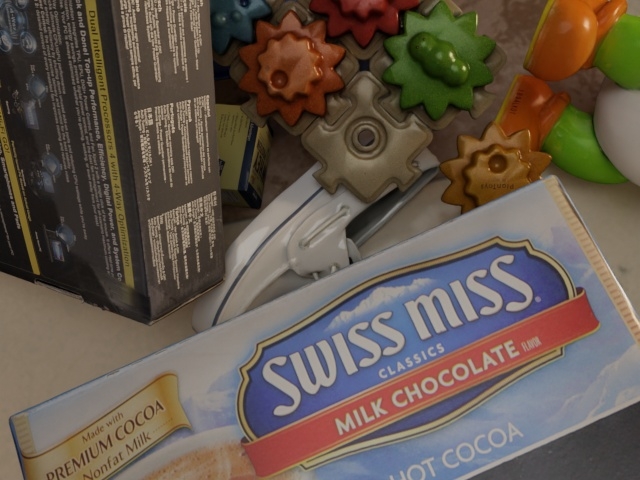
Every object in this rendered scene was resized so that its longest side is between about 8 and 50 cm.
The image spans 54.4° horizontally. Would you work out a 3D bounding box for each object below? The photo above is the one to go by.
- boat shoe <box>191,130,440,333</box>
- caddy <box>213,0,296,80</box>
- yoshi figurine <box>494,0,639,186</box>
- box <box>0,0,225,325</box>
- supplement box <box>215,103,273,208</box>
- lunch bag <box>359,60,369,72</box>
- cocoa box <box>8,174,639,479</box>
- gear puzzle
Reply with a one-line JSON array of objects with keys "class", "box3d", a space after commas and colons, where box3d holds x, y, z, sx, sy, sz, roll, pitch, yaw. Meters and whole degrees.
[{"class": "boat shoe", "box3d": [0.000, 0.000, 0.535, 0.084, 0.095, 0.258, 40, 85, 19]}, {"class": "caddy", "box3d": [-0.083, -0.314, 0.577, 0.341, 0.179, 0.241, -44, 86, 12]}, {"class": "yoshi figurine", "box3d": [0.311, -0.044, 0.470, 0.362, 0.203, 0.203, 25, 96, 10]}, {"class": "box", "box3d": [-0.229, -0.163, 0.452, 0.318, 0.097, 0.394, 13, 117, 30]}, {"class": "supplement box", "box3d": [-0.095, -0.080, 0.586, 0.083, 0.056, 0.083, 7, 77, 9]}, {"class": "lunch bag", "box3d": [0.015, -0.169, 0.592, 0.099, 0.065, 0.067, -5, 91, 5]}, {"class": "cocoa box", "box3d": [0.032, 0.151, 0.422, 0.347, 0.231, 0.227, -24, 75, 0]}, {"class": "gear puzzle", "box3d": [0.035, -0.125, 0.470, 0.339, 0.044, 0.175, 44, 102, -2]}]
